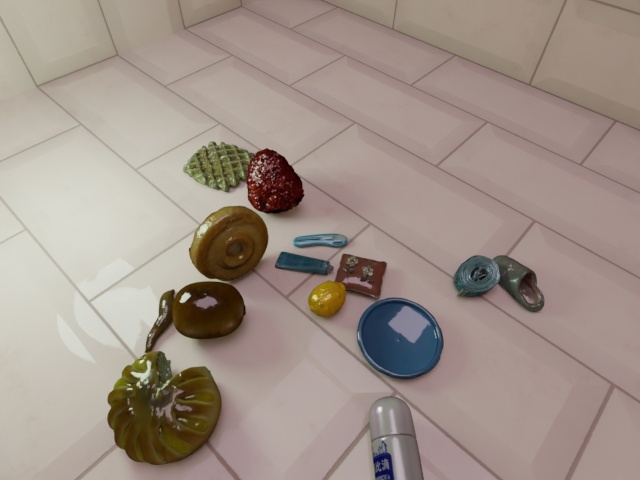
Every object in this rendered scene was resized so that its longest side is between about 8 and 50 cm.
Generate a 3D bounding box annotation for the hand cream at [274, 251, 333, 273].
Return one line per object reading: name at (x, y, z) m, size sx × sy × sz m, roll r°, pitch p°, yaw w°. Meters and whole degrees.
hand cream at (-0.059, 0.091, 1.632) m, size 0.223 × 0.048 × 0.083 m, roll 10°, pitch 50°, yaw 14°

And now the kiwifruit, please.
kiwifruit at (-0.364, 0.229, 1.412) m, size 0.233 × 0.196 × 0.196 m, roll 4°, pitch 50°, yaw -7°

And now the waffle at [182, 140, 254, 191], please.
waffle at (-0.461, -0.354, 1.971) m, size 0.308 × 0.056 × 0.292 m, roll 24°, pitch 54°, yaw 18°

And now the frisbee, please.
frisbee at (0.264, 0.327, 1.435) m, size 0.288 × 0.049 × 0.290 m, roll 1°, pitch 54°, yaw -1°

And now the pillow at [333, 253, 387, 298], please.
pillow at (0.149, 0.123, 1.582) m, size 0.178 × 0.075 × 0.172 m, roll 13°, pitch 52°, yaw 8°

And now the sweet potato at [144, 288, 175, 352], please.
sweet potato at (-0.539, 0.265, 1.463) m, size 0.069 × 0.059 × 0.250 m, roll -7°, pitch 52°, yaw 19°

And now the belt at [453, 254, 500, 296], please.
belt at (0.577, 0.134, 1.582) m, size 0.162 × 0.082 × 0.148 m, roll -1°, pitch 61°, yaw -6°

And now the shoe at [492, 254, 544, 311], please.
shoe at (0.732, 0.141, 1.570) m, size 0.103 × 0.100 × 0.251 m, roll -20°, pitch 56°, yaw -16°

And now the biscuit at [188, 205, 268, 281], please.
biscuit at (-0.313, 0.019, 1.514) m, size 0.296 × 0.297 × 0.102 m, roll -30°, pitch 47°, yaw -24°

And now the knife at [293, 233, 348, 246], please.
knife at (0.000, 0.000, 1.708) m, size 0.221 × 0.031 × 0.064 m, roll -3°, pitch 54°, yaw -3°

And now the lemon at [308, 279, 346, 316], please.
lemon at (0.026, 0.201, 1.491) m, size 0.155 × 0.114 × 0.114 m, roll -34°, pitch 59°, yaw -25°

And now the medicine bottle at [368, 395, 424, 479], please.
medicine bottle at (0.208, 0.600, 1.159) m, size 0.130 × 0.130 × 0.341 m, roll -1°, pitch 51°, yaw -2°

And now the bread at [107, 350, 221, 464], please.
bread at (-0.455, 0.473, 1.227) m, size 0.332 × 0.160 × 0.333 m, roll 0°, pitch 52°, yaw 0°

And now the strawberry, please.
strawberry at (-0.201, -0.222, 1.743) m, size 0.274 × 0.274 × 0.220 m, roll 34°, pitch 73°, yaw 24°
